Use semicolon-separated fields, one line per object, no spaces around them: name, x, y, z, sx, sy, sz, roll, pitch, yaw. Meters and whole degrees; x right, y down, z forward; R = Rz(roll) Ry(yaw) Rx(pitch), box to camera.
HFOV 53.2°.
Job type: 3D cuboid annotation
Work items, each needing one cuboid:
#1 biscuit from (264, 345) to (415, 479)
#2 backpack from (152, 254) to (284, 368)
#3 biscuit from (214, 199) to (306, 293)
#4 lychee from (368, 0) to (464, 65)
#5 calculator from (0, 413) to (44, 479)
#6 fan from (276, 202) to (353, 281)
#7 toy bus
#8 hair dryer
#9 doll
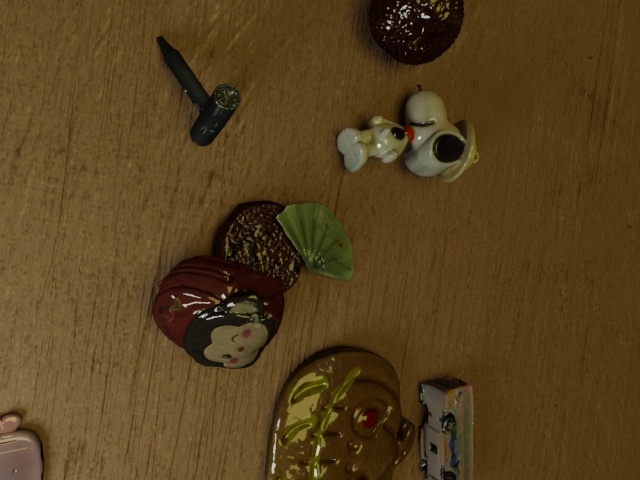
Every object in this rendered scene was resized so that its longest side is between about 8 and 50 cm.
biscuit;0.053;0.413;1.294;0.350;0.070;0.395;1;93;-29
backpack;-0.176;0.116;1.087;0.229;0.229;0.139;37;36;-26
biscuit;-0.111;0.020;1.188;0.192;0.049;0.192;2;87;-34
lychee;0.184;-0.441;1.246;0.194;0.194;0.195;-2;95;-29
calculator;-0.494;0.358;1.013;0.103;0.024;0.166;-5;97;-28
fan;0.000;0.000;1.241;0.240;0.009;0.131;40;59;-37
toy bus;0.280;0.447;1.413;0.112;0.090;0.274;-6;97;-34
hair dryer;-0.212;-0.270;1.057;0.050;0.173;0.195;-31;93;-28
doll;0.182;-0.185;1.297;0.271;0.144;0.208;-35;88;-26
